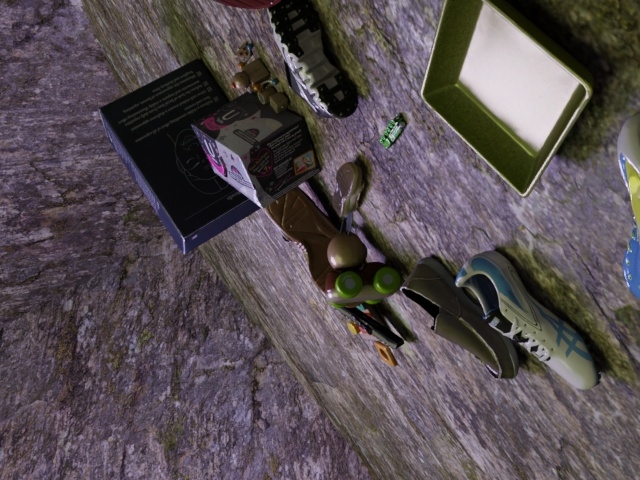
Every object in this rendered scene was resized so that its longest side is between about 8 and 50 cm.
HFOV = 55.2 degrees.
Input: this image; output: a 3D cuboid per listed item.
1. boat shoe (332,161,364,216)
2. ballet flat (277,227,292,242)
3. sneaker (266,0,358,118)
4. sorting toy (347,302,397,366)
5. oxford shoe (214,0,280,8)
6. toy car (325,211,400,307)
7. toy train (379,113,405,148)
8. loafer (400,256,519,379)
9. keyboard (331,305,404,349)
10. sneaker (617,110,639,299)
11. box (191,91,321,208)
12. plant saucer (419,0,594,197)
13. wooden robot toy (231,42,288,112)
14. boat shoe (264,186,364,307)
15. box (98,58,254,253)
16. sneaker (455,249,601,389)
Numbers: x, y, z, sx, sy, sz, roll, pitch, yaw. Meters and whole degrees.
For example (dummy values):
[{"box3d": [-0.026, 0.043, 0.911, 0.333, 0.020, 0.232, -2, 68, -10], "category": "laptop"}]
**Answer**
[{"box3d": [0.060, -0.100, 1.166, 0.153, 0.048, 0.056, 101, 146, -57], "category": "boat shoe"}, {"box3d": [-0.080, -0.056, 1.563, 0.074, 0.074, 0.203, 50, 161, 23], "category": "ballet flat"}, {"box3d": [-0.030, -0.296, 0.996, 0.234, 0.078, 0.106, 59, 160, -12], "category": "sneaker"}, {"box3d": [0.091, 0.185, 1.556, 0.348, 0.047, 0.196, 59, 163, -5], "category": "sorting toy"}, {"box3d": [-0.082, -0.422, 0.851, 0.123, 0.130, 0.348, 15, 174, -34], "category": "oxford shoe"}, {"box3d": [0.074, 0.032, 1.268, 0.155, 0.148, 0.189, 116, 147, -73], "category": "toy car"}, {"box3d": [0.111, -0.166, 0.943, 0.024, 0.017, 0.083, 45, 162, 5], "category": "toy train"}, {"box3d": [0.229, 0.144, 1.041, 0.251, 0.087, 0.094, 49, 161, 24], "category": "loafer"}, {"box3d": [0.106, 0.195, 1.416, 0.180, 0.023, 0.108, 32, -172, 21], "category": "keyboard"}, {"box3d": [0.312, -0.002, 0.563, 0.240, 0.091, 0.126, 59, 163, -8], "category": "sneaker"}, {"box3d": [-0.145, -0.202, 1.322, 0.247, 0.163, 0.142, 36, 154, 49], "category": "box"}, {"box3d": [0.198, -0.167, 0.656, 0.188, 0.045, 0.188, 50, 161, 20], "category": "plant saucer"}, {"box3d": [-0.144, -0.322, 1.255, 0.173, 0.079, 0.076, 55, 163, 7], "category": "wooden robot toy"}, {"box3d": [0.000, 0.000, 1.415, 0.342, 0.123, 0.123, 49, -165, -9], "category": "boat shoe"}, {"box3d": [-0.341, -0.216, 1.617, 0.396, 0.293, 0.212, 57, 163, 4], "category": "box"}, {"box3d": [0.284, 0.118, 0.855, 0.237, 0.086, 0.085, 49, 159, 20], "category": "sneaker"}]
